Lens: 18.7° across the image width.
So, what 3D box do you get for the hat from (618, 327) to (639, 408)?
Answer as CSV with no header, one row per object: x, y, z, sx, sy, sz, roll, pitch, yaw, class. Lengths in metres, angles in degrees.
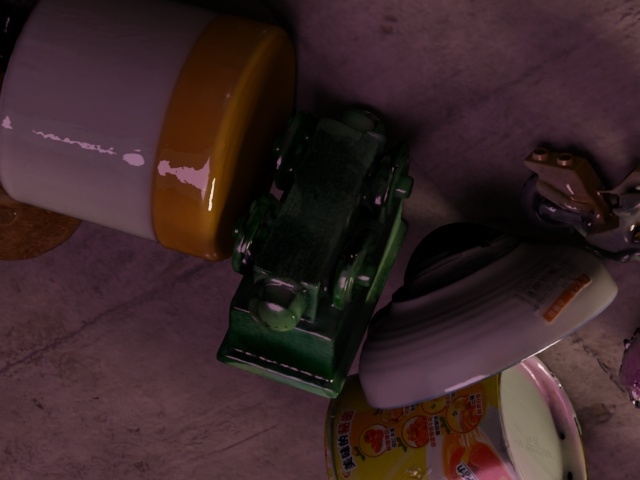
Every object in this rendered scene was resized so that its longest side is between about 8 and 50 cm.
0.379,0.165,1.930,0.129,0.227,0.140,-1,129,-8,hat

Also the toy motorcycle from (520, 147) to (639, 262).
0.299,-0.047,1.870,0.229,0.094,0.130,15,130,29,toy motorcycle

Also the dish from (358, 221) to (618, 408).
0.144,0.047,1.921,0.273,0.273,0.134,-22,96,37,dish

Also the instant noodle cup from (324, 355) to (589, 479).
0.154,0.238,2.078,0.200,0.264,0.264,-21,118,28,instant noodle cup

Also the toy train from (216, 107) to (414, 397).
0.000,0.000,1.924,0.145,0.266,0.202,18,145,9,toy train

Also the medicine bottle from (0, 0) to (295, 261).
-0.168,-0.122,1.905,0.232,0.238,0.238,17,134,13,medicine bottle

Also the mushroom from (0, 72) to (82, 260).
-0.378,-0.090,2.086,0.278,0.146,0.278,-1,124,-2,mushroom

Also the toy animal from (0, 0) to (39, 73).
-0.305,-0.274,1.936,0.117,0.121,0.210,-1,124,1,toy animal
